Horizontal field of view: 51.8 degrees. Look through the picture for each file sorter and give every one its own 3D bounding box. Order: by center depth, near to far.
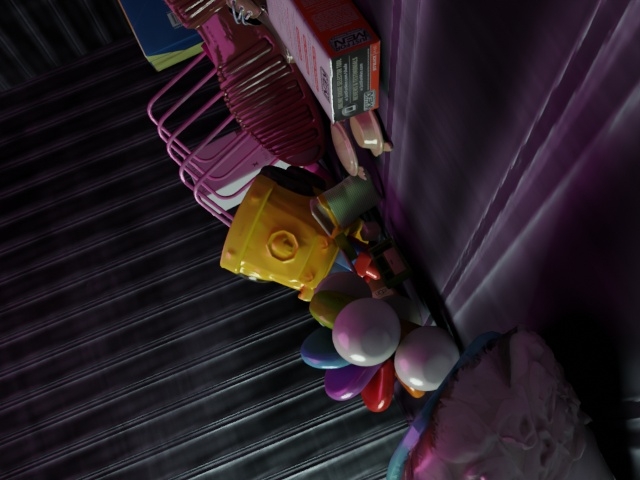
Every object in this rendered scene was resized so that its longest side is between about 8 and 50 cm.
[{"bbox_3d":[-0.149,-0.164,1.136,0.202,0.182,0.290,42,-171,-46],"label":"file sorter"}]

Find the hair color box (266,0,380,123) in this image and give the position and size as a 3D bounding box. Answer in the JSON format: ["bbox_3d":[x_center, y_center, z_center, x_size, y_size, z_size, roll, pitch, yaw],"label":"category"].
[{"bbox_3d":[-0.002,-0.170,0.529,0.072,0.043,0.141,85,161,-58],"label":"hair color box"}]

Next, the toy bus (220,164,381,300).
[{"bbox_3d":[0.000,0.000,0.916,0.211,0.149,0.220,25,-166,12],"label":"toy bus"}]

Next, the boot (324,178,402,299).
[{"bbox_3d":[0.065,0.065,1.075,0.236,0.089,0.269,89,157,-52],"label":"boot"}]

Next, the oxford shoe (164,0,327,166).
[{"bbox_3d":[-0.081,-0.265,0.887,0.348,0.123,0.130,60,-150,-24],"label":"oxford shoe"}]

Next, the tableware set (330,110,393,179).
[{"bbox_3d":[0.021,-0.140,0.648,0.141,0.020,0.168,-174,63,-80],"label":"tableware set"}]

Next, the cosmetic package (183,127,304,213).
[{"bbox_3d":[-0.145,-0.159,1.329,0.117,0.231,0.085,62,179,27],"label":"cosmetic package"}]

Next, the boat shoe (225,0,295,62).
[{"bbox_3d":[-0.074,-0.275,0.741,0.183,0.066,0.066,64,177,1],"label":"boat shoe"}]

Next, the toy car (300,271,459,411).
[{"bbox_3d":[0.057,0.128,0.769,0.182,0.136,0.159,26,-173,-20],"label":"toy car"}]

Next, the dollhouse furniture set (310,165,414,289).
[{"bbox_3d":[0.053,-0.006,0.752,0.151,0.076,0.058,52,-171,-48],"label":"dollhouse furniture set"}]

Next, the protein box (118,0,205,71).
[{"bbox_3d":[-0.253,-0.441,1.160,0.136,0.200,0.201,-151,35,-83],"label":"protein box"}]

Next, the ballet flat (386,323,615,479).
[{"bbox_3d":[0.140,0.166,0.476,0.147,0.147,0.409,63,180,23],"label":"ballet flat"}]
